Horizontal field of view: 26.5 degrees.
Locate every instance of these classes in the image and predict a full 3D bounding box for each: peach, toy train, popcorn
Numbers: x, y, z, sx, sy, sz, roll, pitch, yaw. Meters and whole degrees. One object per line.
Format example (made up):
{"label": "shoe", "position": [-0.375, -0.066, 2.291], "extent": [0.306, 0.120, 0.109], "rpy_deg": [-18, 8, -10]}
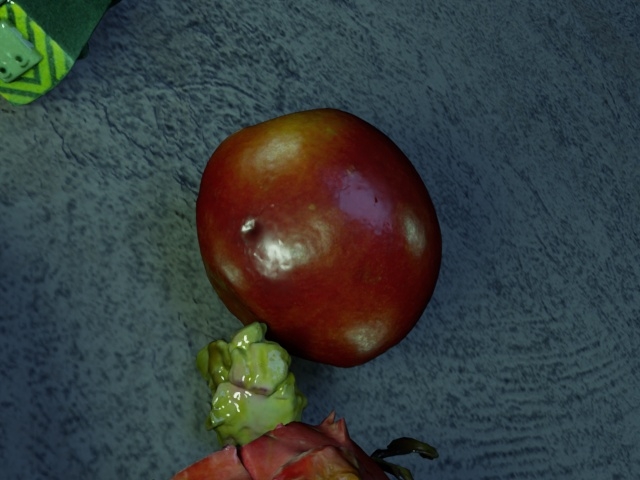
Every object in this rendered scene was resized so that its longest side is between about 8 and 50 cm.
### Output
{"label": "peach", "position": [0.000, 0.000, 1.228], "extent": [0.243, 0.199, 0.243], "rpy_deg": [28, 45, -32]}
{"label": "toy train", "position": [-0.249, -0.254, 1.197], "extent": [0.178, 0.138, 0.330], "rpy_deg": [45, 35, -23]}
{"label": "popcorn", "position": [-0.056, 0.129, 1.154], "extent": [0.109, 0.089, 0.097], "rpy_deg": [64, 5, -1]}

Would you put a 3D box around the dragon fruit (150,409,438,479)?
{"label": "dragon fruit", "position": [-0.010, 0.282, 0.941], "extent": [0.291, 0.250, 0.269], "rpy_deg": [57, 14, 13]}
